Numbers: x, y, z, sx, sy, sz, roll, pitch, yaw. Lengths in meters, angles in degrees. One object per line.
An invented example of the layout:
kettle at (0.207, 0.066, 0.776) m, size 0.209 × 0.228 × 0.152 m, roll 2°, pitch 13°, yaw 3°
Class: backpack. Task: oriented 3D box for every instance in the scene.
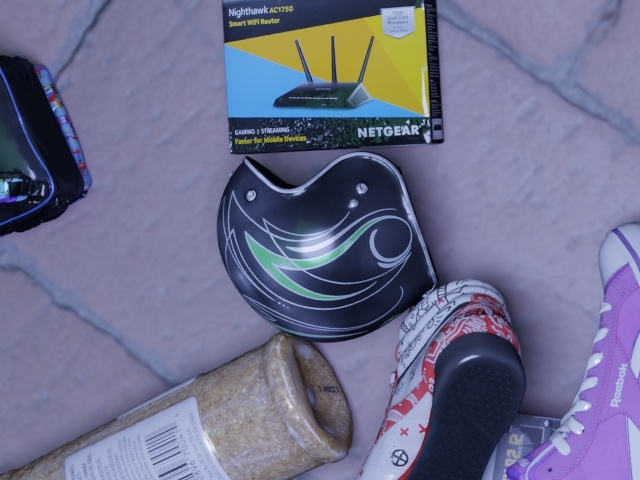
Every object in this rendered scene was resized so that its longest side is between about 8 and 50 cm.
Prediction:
backpack at (-0.311, -0.066, 1.655) m, size 0.173 × 0.117 × 0.158 m, roll -27°, pitch 85°, yaw 18°

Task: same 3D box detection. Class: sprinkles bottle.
sprinkles bottle at (-0.148, 0.202, 1.617) m, size 0.355 × 0.121 × 0.121 m, roll -27°, pitch 85°, yaw 18°

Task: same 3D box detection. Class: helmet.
helmet at (0.000, 0.000, 1.532) m, size 0.162 × 0.169 × 0.169 m, roll -19°, pitch 87°, yaw 3°

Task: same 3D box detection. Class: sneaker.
sneaker at (0.214, 0.123, 1.446) m, size 0.161 × 0.102 × 0.282 m, roll -11°, pitch 64°, yaw 5°
sneaker at (0.082, 0.158, 1.508) m, size 0.090 × 0.145 × 0.270 m, roll 20°, pitch 117°, yaw -11°

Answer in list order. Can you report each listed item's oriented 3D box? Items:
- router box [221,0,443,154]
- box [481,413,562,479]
router box at (0.010, -0.142, 1.578) m, size 0.179 × 0.046 × 0.133 m, roll -3°, pitch 93°, yaw 19°
box at (0.206, 0.258, 1.467) m, size 0.183 × 0.056 × 0.231 m, roll 6°, pitch 65°, yaw 10°
